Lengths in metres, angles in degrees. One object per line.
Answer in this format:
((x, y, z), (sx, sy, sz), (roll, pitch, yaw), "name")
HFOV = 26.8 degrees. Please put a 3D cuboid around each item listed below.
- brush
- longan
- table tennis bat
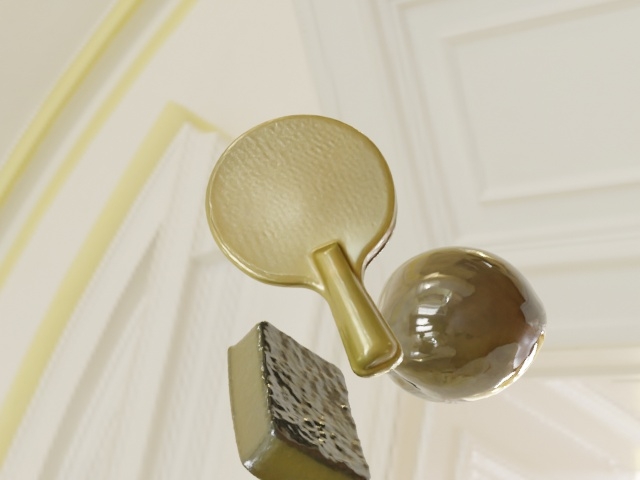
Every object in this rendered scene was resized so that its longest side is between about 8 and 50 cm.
((-0.023, 0.168, 1.286), (0.123, 0.059, 0.197), (32, -159, -24), "brush")
((0.192, 0.131, 2.043), (0.300, 0.300, 0.243), (-2, -110, -52), "longan")
((0.000, 0.000, 1.369), (0.050, 0.198, 0.321), (83, 164, -60), "table tennis bat")
